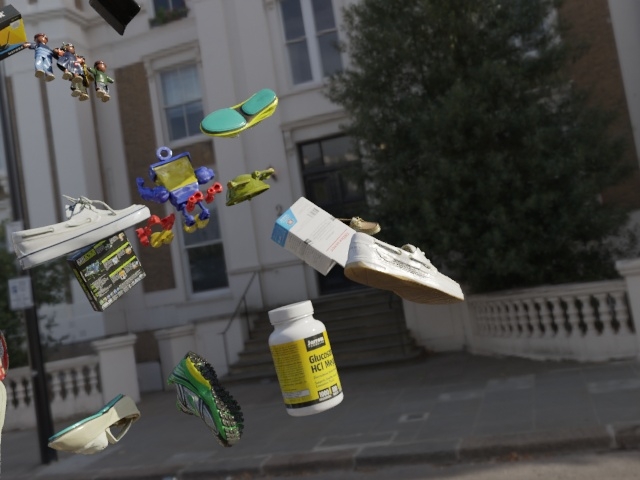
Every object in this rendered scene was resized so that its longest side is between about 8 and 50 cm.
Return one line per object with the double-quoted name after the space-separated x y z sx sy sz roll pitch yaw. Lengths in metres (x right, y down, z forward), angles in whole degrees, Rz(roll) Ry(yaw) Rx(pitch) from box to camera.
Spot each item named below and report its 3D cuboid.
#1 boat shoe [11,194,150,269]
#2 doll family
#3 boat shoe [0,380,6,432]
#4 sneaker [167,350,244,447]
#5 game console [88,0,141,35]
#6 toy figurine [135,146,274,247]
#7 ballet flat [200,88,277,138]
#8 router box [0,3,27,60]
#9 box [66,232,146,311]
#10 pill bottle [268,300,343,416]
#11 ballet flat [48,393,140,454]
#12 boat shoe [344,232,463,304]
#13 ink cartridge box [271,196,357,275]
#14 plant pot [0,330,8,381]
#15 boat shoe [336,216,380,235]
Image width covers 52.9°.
-0.662 -0.059 1.766 0.367 0.157 0.136 -24 5 -21 "boat shoe"
-0.517 -0.360 1.326 0.076 0.112 0.193 -21 -25 19 "doll family"
-0.761 0.462 1.356 0.113 0.340 0.127 -22 -31 28 "boat shoe"
-0.364 0.520 2.038 0.146 0.343 0.134 -47 -35 6 "sneaker"
-0.555 -0.634 1.734 0.107 0.122 0.071 -43 15 11 "game console"
-0.323 -0.162 1.599 0.362 0.217 0.191 -27 -14 -22 "toy figurine"
-0.196 -0.294 1.576 0.231 0.077 0.077 -36 -19 -31 "ballet flat"
-0.885 -0.539 1.727 0.179 0.046 0.133 -42 -10 -28 "router box"
-0.627 0.082 1.897 0.045 0.184 0.191 -1 32 37 "box"
-0.056 0.369 2.042 0.187 0.334 0.188 -15 -1 0 "pill bottle"
-0.443 0.381 1.296 0.086 0.086 0.248 -10 4 16 "ballet flat"
0.169 0.052 1.220 0.277 0.096 0.098 22 -28 -32 "boat shoe"
0.000 0.000 1.343 0.104 0.180 0.060 -46 -16 -40 "ink cartridge box"
-1.013 0.347 1.868 0.174 0.191 0.191 -8 -4 -17 "plant pot"
0.088 -0.038 1.689 0.135 0.045 0.050 -2 28 15 "boat shoe"
